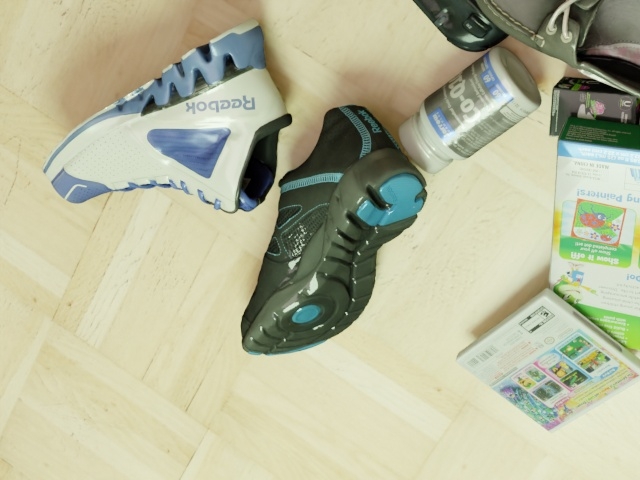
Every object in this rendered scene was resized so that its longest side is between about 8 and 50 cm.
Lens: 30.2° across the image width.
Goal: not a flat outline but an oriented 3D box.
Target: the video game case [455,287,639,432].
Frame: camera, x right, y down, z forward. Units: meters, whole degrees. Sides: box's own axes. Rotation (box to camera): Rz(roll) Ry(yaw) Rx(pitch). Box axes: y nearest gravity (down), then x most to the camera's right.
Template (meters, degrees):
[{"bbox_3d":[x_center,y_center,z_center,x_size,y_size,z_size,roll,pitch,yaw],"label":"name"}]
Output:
[{"bbox_3d":[0.247,0.133,1.281,0.143,0.019,0.157,37,134,-9],"label":"video game case"}]

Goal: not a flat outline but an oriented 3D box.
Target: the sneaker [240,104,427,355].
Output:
[{"bbox_3d":[0.000,0.000,1.334,0.341,0.125,0.140,-55,48,36],"label":"sneaker"}]

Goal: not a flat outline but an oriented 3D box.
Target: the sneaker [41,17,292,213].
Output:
[{"bbox_3d":[-0.155,-0.093,1.339,0.315,0.127,0.182,-30,93,26],"label":"sneaker"}]

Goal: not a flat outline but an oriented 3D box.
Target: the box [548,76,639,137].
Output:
[{"bbox_3d":[0.277,-0.131,1.190,0.083,0.062,0.052,8,111,19],"label":"box"}]

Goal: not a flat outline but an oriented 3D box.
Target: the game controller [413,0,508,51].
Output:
[{"bbox_3d":[0.109,-0.347,1.191,0.166,0.067,0.319,-41,91,14],"label":"game controller"}]

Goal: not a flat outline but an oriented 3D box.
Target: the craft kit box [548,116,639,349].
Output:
[{"bbox_3d":[0.356,0.008,1.176,0.249,0.061,0.247,10,126,18],"label":"craft kit box"}]

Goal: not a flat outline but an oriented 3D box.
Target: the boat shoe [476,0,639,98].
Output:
[{"bbox_3d":[0.299,-0.194,1.111,0.335,0.095,0.112,24,108,0],"label":"boat shoe"}]

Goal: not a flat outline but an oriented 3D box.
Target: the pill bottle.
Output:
[{"bbox_3d":[0.153,-0.132,1.230,0.137,0.078,0.078,-36,93,28],"label":"pill bottle"}]
